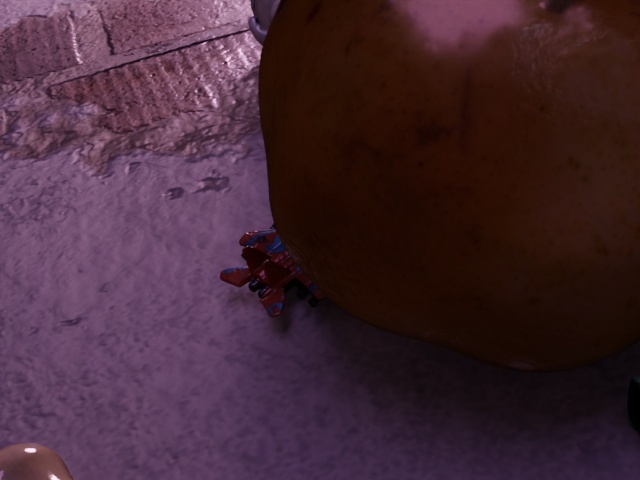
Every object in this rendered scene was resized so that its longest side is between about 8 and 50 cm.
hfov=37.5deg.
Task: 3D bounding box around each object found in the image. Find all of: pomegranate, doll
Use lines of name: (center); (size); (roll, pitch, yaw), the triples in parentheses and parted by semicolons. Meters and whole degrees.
pomegranate: (0.150, -0.096, 0.763); (0.416, 0.417, 0.417); (-6, 40, 5)
doll: (-0.034, -0.293, 1.230); (0.107, 0.110, 0.181); (-20, 38, -14)

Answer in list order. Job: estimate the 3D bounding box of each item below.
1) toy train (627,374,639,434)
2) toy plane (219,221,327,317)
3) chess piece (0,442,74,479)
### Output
toy train: (0.322, 0.123, 0.688); (0.170, 0.071, 0.111); (-17, 33, -9)
toy plane: (0.000, 0.003, 0.906); (0.189, 0.061, 0.130); (-30, 43, -29)
chess piece: (-0.138, 0.217, 0.642); (0.397, 0.117, 0.117); (15, 45, 29)
